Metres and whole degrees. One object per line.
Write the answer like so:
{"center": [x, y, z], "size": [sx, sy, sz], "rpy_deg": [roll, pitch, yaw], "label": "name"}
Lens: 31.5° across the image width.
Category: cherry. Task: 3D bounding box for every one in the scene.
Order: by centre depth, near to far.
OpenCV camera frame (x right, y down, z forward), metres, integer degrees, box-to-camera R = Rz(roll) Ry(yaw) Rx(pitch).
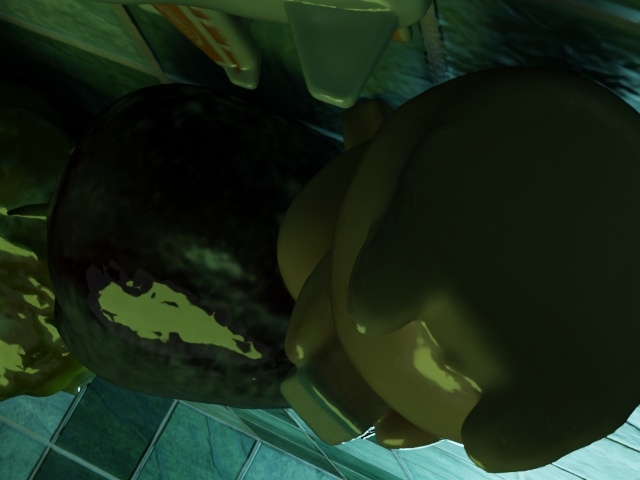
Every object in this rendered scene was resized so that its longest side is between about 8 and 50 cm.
{"center": [-0.077, 0.009, 0.807], "size": [0.296, 0.218, 0.255], "rpy_deg": [23, 159, 4], "label": "cherry"}

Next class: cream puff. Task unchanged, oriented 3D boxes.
{"center": [-0.317, -0.021, 1.097], "size": [0.378, 0.275, 0.378], "rpy_deg": [10, 135, 10], "label": "cream puff"}

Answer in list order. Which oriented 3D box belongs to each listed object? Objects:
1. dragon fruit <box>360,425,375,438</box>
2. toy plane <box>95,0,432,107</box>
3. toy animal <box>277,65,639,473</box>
{"center": [0.081, 0.142, 1.274], "size": [0.092, 0.122, 0.192], "rpy_deg": [-11, 161, -7], "label": "dragon fruit"}
{"center": [-0.063, -0.143, 0.498], "size": [0.245, 0.117, 0.244], "rpy_deg": [25, 165, 7], "label": "toy plane"}
{"center": [0.074, 0.021, 0.594], "size": [0.195, 0.213, 0.256], "rpy_deg": [46, 159, -8], "label": "toy animal"}
